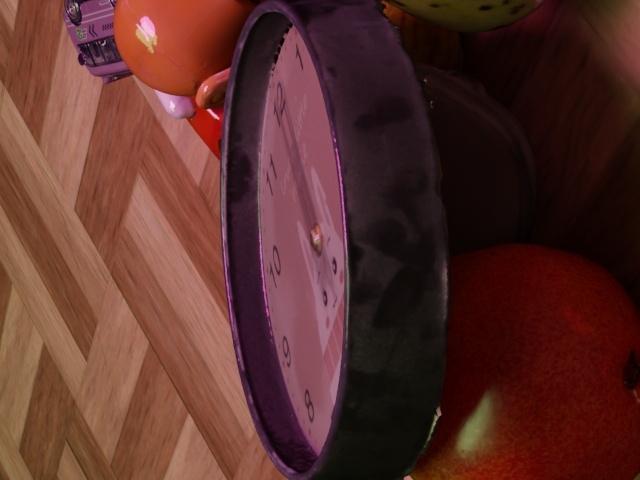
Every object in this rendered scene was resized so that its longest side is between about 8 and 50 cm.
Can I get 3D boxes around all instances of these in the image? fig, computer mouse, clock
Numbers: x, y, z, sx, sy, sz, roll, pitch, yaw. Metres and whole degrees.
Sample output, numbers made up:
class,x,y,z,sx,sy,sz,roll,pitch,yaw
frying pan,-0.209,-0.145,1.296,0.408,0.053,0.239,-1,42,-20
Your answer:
class,x,y,z,sx,sy,sz,roll,pitch,yaw
fig,0.068,-0.192,1.496,0.093,0.093,0.166,1,100,61
computer mouse,0.078,-0.011,1.504,0.197,0.095,0.331,26,144,16
clock,0.000,0.000,1.373,0.386,0.076,0.386,176,90,-73

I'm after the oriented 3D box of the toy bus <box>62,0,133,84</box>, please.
class,x,y,z,sx,sy,sz,roll,pitch,yaw
toy bus,-0.192,-0.233,1.929,0.199,0.096,0.108,-2,109,58

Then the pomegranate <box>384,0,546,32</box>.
class,x,y,z,sx,sy,sz,roll,pitch,yaw
pomegranate,0.122,-0.266,1.266,0.248,0.214,0.214,-21,87,29

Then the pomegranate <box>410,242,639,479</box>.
class,x,y,z,sx,sy,sz,roll,pitch,yaw
pomegranate,0.142,0.114,1.411,0.256,0.221,0.221,-9,99,55

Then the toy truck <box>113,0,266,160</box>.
class,x,y,z,sx,sy,sz,roll,pitch,yaw
toy truck,-0.083,-0.168,1.614,0.189,0.239,0.265,59,150,23
